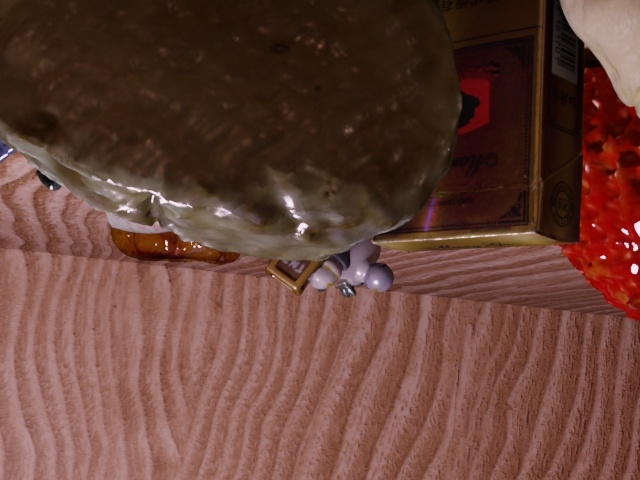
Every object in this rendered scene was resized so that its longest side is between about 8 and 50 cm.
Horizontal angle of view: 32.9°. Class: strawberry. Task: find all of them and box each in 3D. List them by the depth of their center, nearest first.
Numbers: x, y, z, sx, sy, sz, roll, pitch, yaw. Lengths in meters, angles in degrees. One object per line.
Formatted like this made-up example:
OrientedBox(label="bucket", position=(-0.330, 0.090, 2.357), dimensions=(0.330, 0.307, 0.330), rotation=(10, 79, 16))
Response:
OrientedBox(label="strawberry", position=(0.338, -0.064, 1.081), dimensions=(0.312, 0.267, 0.351), rotation=(4, -162, -32))

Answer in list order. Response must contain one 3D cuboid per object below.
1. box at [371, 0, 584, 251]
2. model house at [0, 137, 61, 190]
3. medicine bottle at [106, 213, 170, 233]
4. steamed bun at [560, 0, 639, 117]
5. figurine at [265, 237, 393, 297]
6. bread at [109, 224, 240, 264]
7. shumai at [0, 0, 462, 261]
OrientedBox(label="box", position=(0.118, -0.114, 0.828), dimensions=(0.159, 0.240, 0.071), rotation=(-2, 171, 41))
OrientedBox(label="model house", position=(-0.269, -0.121, 1.002), dimensions=(0.166, 0.172, 0.183), rotation=(-36, 147, 26))
OrientedBox(label="medicine bottle", position=(-0.220, -0.082, 1.523), dimensions=(0.143, 0.147, 0.147), rotation=(3, 171, 5))
OrientedBox(label="steamed bun", position=(0.315, -0.136, 0.696), dimensions=(0.289, 0.203, 0.276), rotation=(9, 170, -31))
OrientedBox(label="figurine", position=(0.002, 0.004, 1.771), dimensions=(0.261, 0.186, 0.382), rotation=(41, -179, 8))
OrientedBox(label="bread", position=(-0.242, -0.029, 1.918), dimensions=(0.247, 0.135, 0.232), rotation=(0, 174, 32))
OrientedBox(label="shumai", position=(-0.068, -0.091, 0.816), dimensions=(0.330, 0.292, 0.288), rotation=(27, 154, 5))
